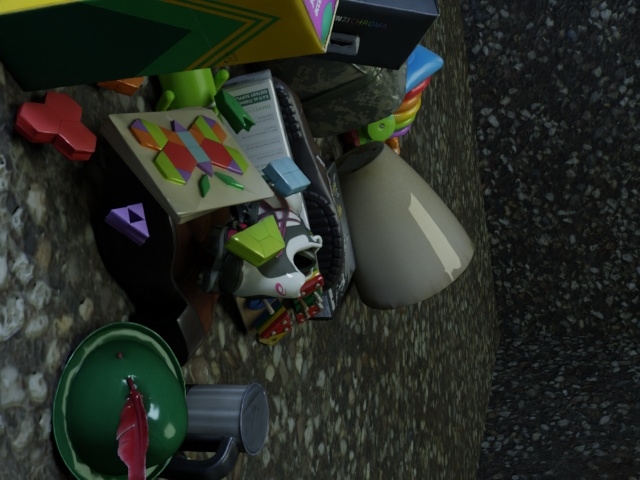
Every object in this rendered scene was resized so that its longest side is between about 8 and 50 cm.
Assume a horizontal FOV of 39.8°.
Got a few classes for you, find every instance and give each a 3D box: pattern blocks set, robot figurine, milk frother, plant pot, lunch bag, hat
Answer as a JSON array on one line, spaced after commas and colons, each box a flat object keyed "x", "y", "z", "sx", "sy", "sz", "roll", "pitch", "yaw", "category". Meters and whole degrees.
[{"x": -0.143, "y": -0.090, "z": 0.963, "sx": 0.285, "sy": 0.026, "sz": 0.325, "roll": 45, "pitch": 31, "yaw": 0, "category": "pattern blocks set"}, {"x": -0.167, "y": -0.192, "z": 1.115, "sx": 0.101, "sy": 0.067, "sz": 0.115, "roll": -31, "pitch": 120, "yaw": -36, "category": "robot figurine"}, {"x": -0.132, "y": 0.243, "z": 1.064, "sx": 0.143, "sy": 0.134, "sz": 0.129, "roll": 59, "pitch": 35, "yaw": -55, "category": "milk frother"}, {"x": 0.130, "y": -0.047, "z": 1.749, "sx": 0.274, "sy": 0.256, "sz": 0.256, "roll": 59, "pitch": 30, "yaw": -23, "category": "plant pot"}, {"x": 0.004, "y": -0.355, "z": 1.445, "sx": 0.256, "sy": 0.212, "sz": 0.305, "roll": 41, "pitch": 46, "yaw": -42, "category": "lunch bag"}, {"x": -0.149, "y": 0.175, "z": 0.887, "sx": 0.173, "sy": 0.183, "sz": 0.209, "roll": 41, "pitch": 52, "yaw": -37, "category": "hat"}]

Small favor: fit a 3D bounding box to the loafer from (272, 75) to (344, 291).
[{"x": -0.037, "y": -0.090, "z": 1.378, "sx": 0.130, "sy": 0.133, "sz": 0.366, "roll": -74, "pitch": 155, "yaw": -65, "category": "loafer"}]

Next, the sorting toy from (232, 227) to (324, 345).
[{"x": -0.051, "y": 0.093, "z": 1.294, "sx": 0.046, "sy": 0.132, "sz": 0.274, "roll": 54, "pitch": -14, "yaw": 27, "category": "sorting toy"}]

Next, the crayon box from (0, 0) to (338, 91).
[{"x": -0.124, "y": -0.321, "z": 0.878, "sx": 0.106, "sy": 0.313, "sz": 0.363, "roll": 64, "pitch": 30, "yaw": -49, "category": "crayon box"}]

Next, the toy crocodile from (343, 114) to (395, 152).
[{"x": 0.098, "y": -0.189, "z": 1.845, "sx": 0.115, "sy": 0.105, "sz": 0.341, "roll": 42, "pitch": -26, "yaw": 53, "category": "toy crocodile"}]

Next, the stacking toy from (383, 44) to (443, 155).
[{"x": 0.157, "y": -0.290, "z": 1.971, "sx": 0.175, "sy": 0.165, "sz": 0.302, "roll": -39, "pitch": 148, "yaw": -28, "category": "stacking toy"}]

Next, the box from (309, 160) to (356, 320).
[{"x": 0.000, "y": 0.000, "z": 1.595, "sx": 0.183, "sy": 0.056, "sz": 0.231, "roll": -61, "pitch": 144, "yaw": -56, "category": "box"}]

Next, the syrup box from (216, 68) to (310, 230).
[{"x": -0.085, "y": -0.110, "z": 1.242, "sx": 0.096, "sy": 0.093, "sz": 0.237, "roll": -102, "pitch": 178, "yaw": -70, "category": "syrup box"}]

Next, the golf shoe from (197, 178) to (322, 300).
[{"x": -0.053, "y": 0.007, "z": 1.091, "sx": 0.273, "sy": 0.120, "sz": 0.105, "roll": -58, "pitch": 163, "yaw": -64, "category": "golf shoe"}]

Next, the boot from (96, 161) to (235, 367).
[{"x": -0.157, "y": -0.025, "z": 1.092, "sx": 0.280, "sy": 0.096, "sz": 0.264, "roll": -66, "pitch": 144, "yaw": -57, "category": "boot"}]

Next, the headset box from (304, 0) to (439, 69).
[{"x": 0.014, "y": -0.390, "z": 1.257, "sx": 0.131, "sy": 0.246, "sz": 0.283, "roll": 130, "pitch": -44, "yaw": -54, "category": "headset box"}]
